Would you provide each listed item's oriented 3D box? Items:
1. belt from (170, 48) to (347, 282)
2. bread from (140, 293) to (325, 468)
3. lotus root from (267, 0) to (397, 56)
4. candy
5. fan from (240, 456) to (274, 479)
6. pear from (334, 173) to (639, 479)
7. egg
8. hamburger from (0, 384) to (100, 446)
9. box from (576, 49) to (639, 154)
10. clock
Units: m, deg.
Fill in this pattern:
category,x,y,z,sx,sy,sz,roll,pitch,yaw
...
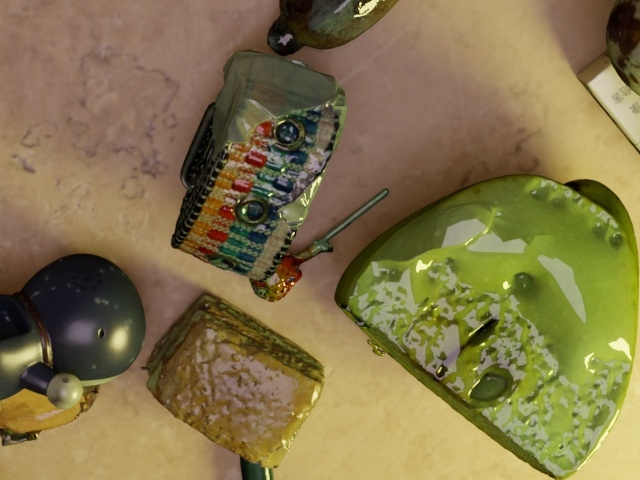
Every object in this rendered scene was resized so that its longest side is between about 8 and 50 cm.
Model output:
category,x,y,z,sx,sy,sz,roll,pitch,yaw
belt,-0.071,-0.087,1.812,0.150,0.207,0.257,21,111,-11
bread,-0.102,0.167,1.934,0.196,0.102,0.138,34,99,-10
lotus root,0.016,-0.279,1.824,0.192,0.088,0.113,-42,87,9
candy,0.000,0.000,1.926,0.201,0.060,0.060,-36,104,-1
fan,-0.074,0.327,2.011,0.082,0.039,0.155,-8,105,0
pear,0.224,0.058,1.863,0.342,0.238,0.318,40,88,-6
egg,0.421,-0.222,1.746,0.231,0.169,0.169,0,106,-13
hamburger,-0.358,0.189,1.943,0.176,0.087,0.102,7,122,-15
box,0.443,-0.145,1.889,0.164,0.069,0.256,-40,103,8
clock,-0.316,0.110,1.853,0.243,0.199,0.146,-20,139,-27
